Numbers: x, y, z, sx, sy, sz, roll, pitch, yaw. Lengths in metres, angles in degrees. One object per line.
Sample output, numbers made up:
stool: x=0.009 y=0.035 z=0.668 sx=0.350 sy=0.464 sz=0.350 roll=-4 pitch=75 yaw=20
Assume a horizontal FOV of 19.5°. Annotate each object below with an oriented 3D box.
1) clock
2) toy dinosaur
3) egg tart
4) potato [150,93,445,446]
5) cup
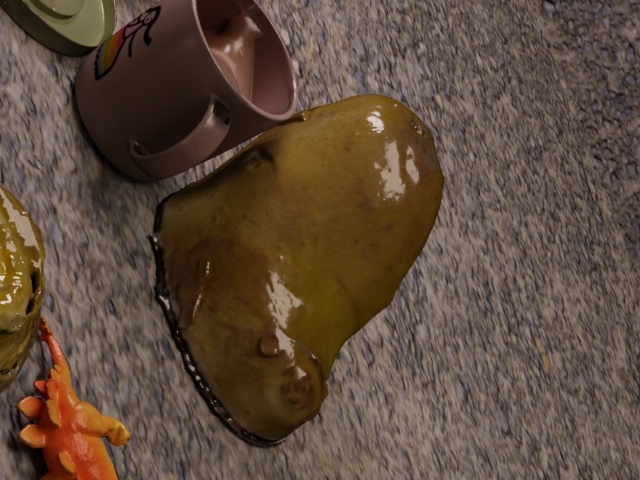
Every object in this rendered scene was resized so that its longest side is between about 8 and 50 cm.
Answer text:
clock: x=-0.324 y=-0.326 z=2.197 sx=0.235 sy=0.029 sz=0.235 roll=42 pitch=32 yaw=-35
toy dinosaur: x=-0.244 y=0.192 z=1.811 sx=0.117 sy=0.070 sz=0.288 roll=5 pitch=56 yaw=-59
egg tart: x=-0.348 y=0.016 z=1.756 sx=0.279 sy=0.095 sz=0.279 roll=44 pitch=31 yaw=-36
potato: x=0.000 y=0.000 z=2.184 sx=0.290 sy=0.296 sz=0.397 roll=46 pitch=28 yaw=-26
cup: x=-0.163 y=-0.159 z=2.134 sx=0.191 sy=0.200 sz=0.253 roll=45 pitch=30 yaw=-31
